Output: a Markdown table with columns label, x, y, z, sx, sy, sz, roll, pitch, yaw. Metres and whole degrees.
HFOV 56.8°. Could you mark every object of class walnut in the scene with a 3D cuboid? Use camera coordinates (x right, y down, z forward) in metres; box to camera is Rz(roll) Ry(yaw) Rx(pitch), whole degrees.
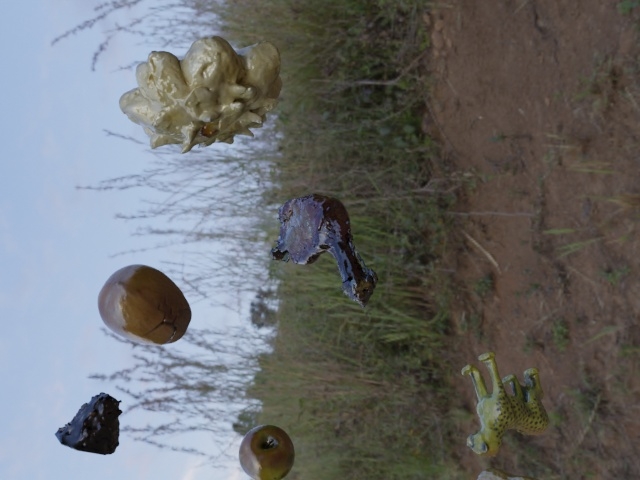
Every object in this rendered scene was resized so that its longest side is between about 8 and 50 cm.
| label | x | y | z | sx | sy | sz | roll | pitch | yaw |
| --- | --- | --- | --- | --- | --- | --- | --- | --- | --- |
| walnut | -0.455 | 0.183 | 1.588 | 0.298 | 0.203 | 0.203 | 40 | -124 | -49 |

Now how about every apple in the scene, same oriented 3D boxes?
| label | x | y | z | sx | sy | sz | roll | pitch | yaw |
| --- | --- | --- | --- | --- | --- | --- | --- | --- | --- |
| apple | -0.086 | 0.336 | 0.931 | 0.074 | 0.090 | 0.089 | -64 | -1 | 35 |

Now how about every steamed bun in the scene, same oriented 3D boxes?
| label | x | y | z | sx | sy | sz | roll | pitch | yaw |
| --- | --- | --- | --- | --- | --- | --- | --- | --- | --- |
| steamed bun | -0.188 | -0.241 | 1.064 | 0.137 | 0.292 | 0.295 | 68 | -170 | 11 |

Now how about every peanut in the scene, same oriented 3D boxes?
| label | x | y | z | sx | sy | sz | roll | pitch | yaw |
| --- | --- | --- | --- | --- | --- | --- | --- | --- | --- |
| peanut | 0.441 | 0.564 | 1.321 | 0.089 | 0.193 | 0.089 | 3 | -94 | -43 |

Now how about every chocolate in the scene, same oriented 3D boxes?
| label | x | y | z | sx | sy | sz | roll | pitch | yaw |
| --- | --- | --- | --- | --- | --- | --- | --- | --- | --- |
| chocolate | -0.565 | 0.448 | 1.489 | 0.156 | 0.156 | 0.133 | 52 | -126 | -70 |

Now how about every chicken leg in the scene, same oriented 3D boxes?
| label | x | y | z | sx | sy | sz | roll | pitch | yaw |
| --- | --- | --- | --- | --- | --- | --- | --- | --- | --- |
| chicken leg | 0.000 | 0.000 | 0.701 | 0.253 | 0.051 | 0.105 | -150 | 69 | -63 |

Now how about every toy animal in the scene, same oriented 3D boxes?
| label | x | y | z | sx | sy | sz | roll | pitch | yaw |
| --- | --- | --- | --- | --- | --- | --- | --- | --- | --- |
| toy animal | 0.283 | 0.251 | 0.869 | 0.181 | 0.073 | 0.136 | 21 | -132 | -35 |
